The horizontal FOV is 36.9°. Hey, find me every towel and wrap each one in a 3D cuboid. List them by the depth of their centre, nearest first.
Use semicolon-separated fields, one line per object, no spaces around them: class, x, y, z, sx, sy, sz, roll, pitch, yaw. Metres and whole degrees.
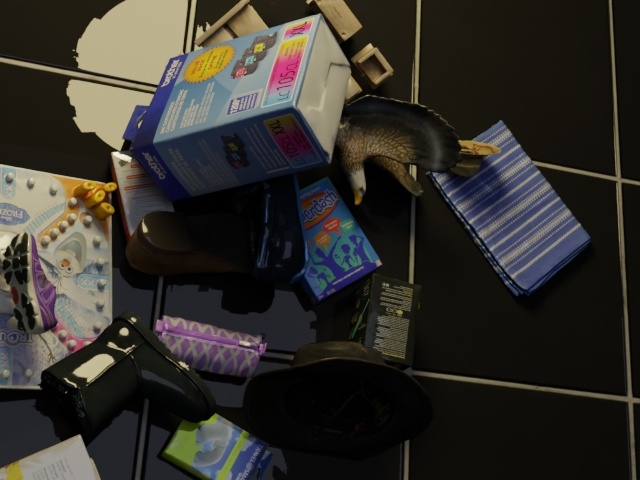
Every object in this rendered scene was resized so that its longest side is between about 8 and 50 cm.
towel;0.407;-0.071;2.041;0.243;0.040;0.336;-34;85;-26

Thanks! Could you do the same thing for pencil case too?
pencil case;-0.202;0.191;1.725;0.206;0.088;0.086;11;67;-14

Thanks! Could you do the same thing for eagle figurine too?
eagle figurine;0.091;-0.179;1.859;0.298;0.225;0.226;-6;31;-18

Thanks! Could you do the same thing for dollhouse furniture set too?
dollhouse furniture set;-0.082;-0.353;1.974;0.355;0.174;0.303;-39;101;4

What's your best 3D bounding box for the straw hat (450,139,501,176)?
straw hat;0.302;-0.166;1.988;0.144;0.144;0.061;0;109;-18

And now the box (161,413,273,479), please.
box;-0.177;0.376;1.695;0.178;0.042;0.109;32;65;-5

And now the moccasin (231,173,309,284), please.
moccasin;-0.107;-0.084;1.769;0.116;0.138;0.342;-3;58;-21

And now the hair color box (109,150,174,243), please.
hair color box;-0.332;-0.086;1.793;0.093;0.053;0.167;-10;77;-21

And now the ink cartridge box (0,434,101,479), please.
ink cartridge box;-0.466;0.454;1.489;0.270;0.198;0.197;-22;80;-23

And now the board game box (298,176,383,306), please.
board game box;0.000;0.000;1.876;0.160;0.047;0.210;-29;82;-24

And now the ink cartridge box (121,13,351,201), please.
ink cartridge box;-0.165;-0.230;1.733;0.151;0.395;0.270;56;33;-38

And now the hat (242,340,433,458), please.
hat;0.031;0.254;1.697;0.331;0.331;0.134;15;47;-13

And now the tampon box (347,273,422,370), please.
tampon box;0.118;0.164;1.820;0.101;0.120;0.161;14;69;-12

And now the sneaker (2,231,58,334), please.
sneaker;-0.474;0.070;1.582;0.071;0.068;0.170;-8;88;-57

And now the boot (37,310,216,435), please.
boot;-0.320;0.260;1.593;0.246;0.094;0.207;46;48;0

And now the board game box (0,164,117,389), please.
board game box;-0.522;0.051;1.613;0.389;0.050;0.390;10;68;-38

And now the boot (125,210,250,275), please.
boot;-0.215;0.019;1.781;0.305;0.115;0.112;10;54;-34
